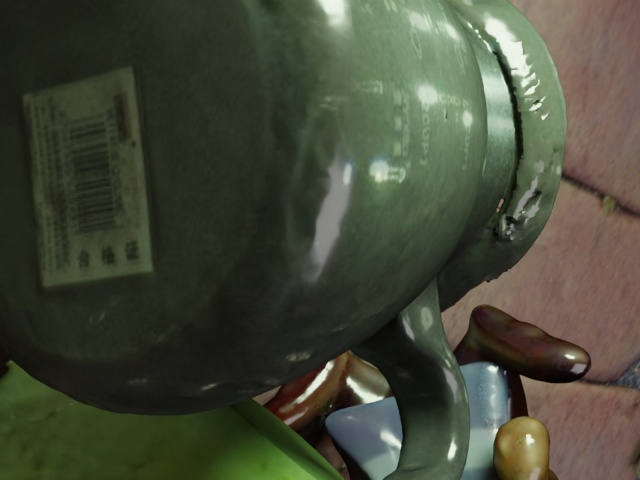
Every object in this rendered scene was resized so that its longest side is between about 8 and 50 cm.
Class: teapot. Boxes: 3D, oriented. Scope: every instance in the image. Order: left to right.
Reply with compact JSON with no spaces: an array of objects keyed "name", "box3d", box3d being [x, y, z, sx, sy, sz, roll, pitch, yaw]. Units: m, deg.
[{"name":"teapot","box3d":[0.013,-0.018,0.594,0.223,0.305,0.285,-43,161,28]}]

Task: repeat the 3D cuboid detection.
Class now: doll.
[{"name":"doll","box3d":[0.040,0.222,0.831,0.209,0.340,0.318,27,138,-25]}]

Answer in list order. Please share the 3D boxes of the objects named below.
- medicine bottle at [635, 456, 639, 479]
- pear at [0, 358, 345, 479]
[{"name":"medicine bottle","box3d":[0.391,0.159,1.384,0.059,0.059,0.231,-16,131,-42]},{"name":"pear","box3d":[-0.090,0.202,0.655,0.286,0.282,0.176,-43,152,-17]}]
